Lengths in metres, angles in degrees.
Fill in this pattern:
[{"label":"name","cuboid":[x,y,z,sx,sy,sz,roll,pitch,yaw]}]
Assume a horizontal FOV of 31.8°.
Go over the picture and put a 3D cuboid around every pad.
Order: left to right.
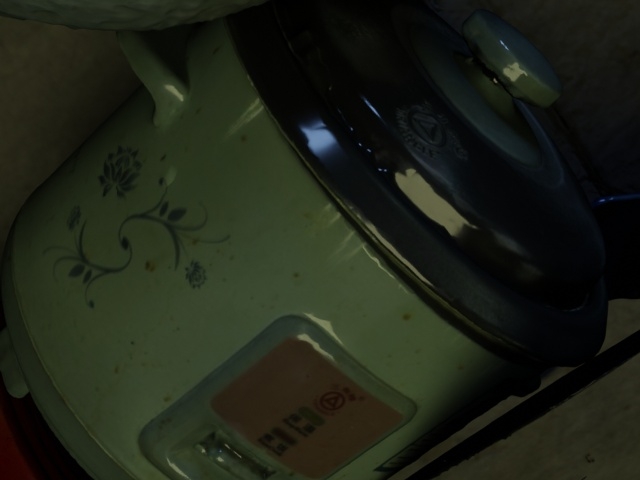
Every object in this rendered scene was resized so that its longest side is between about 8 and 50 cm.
[{"label":"pad","cuboid":[0.113,0.116,0.580,0.315,0.063,0.375,-26,166,-25]}]

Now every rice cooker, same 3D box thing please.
[{"label":"rice cooker","cuboid":[0.000,0.000,0.587,0.316,0.264,0.317,1,121,1]}]

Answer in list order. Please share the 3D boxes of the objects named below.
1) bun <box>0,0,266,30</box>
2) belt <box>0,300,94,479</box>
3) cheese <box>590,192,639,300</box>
[{"label":"bun","cuboid":[-0.082,-0.259,0.433,0.361,0.211,0.362,-1,101,-6]},{"label":"belt","cuboid":[-0.128,0.162,0.699,0.115,0.227,0.324,-30,137,15]},{"label":"cheese","cuboid":[0.282,-0.005,0.685,0.285,0.074,0.189,-5,136,-14]}]
